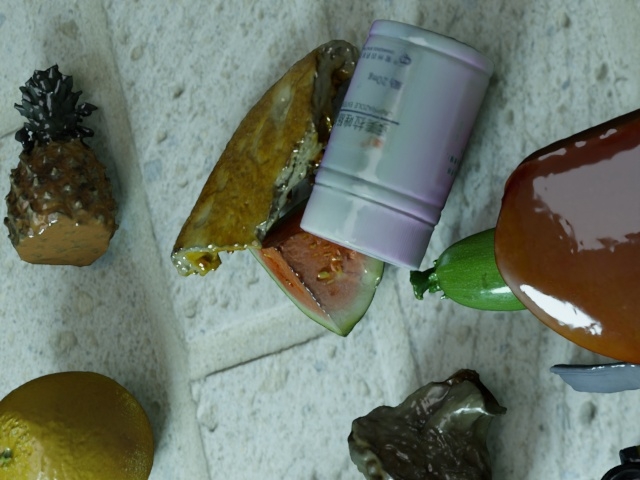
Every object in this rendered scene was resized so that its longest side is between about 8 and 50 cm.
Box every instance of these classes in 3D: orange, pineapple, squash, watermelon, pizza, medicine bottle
[{"bbox_3d":[-0.329,0.277,2.081,0.236,0.236,0.236,-1,88,35],"label":"orange"},{"bbox_3d":[-0.365,-0.106,2.172,0.158,0.158,0.278,-31,59,30],"label":"pineapple"},{"bbox_3d":[0.260,0.019,1.755,0.379,0.101,0.101,-11,83,33],"label":"squash"},{"bbox_3d":[0.011,0.004,1.938,0.145,0.137,0.193,-43,59,-12],"label":"watermelon"},{"bbox_3d":[-0.065,-0.089,1.966,0.365,0.074,0.182,-56,35,11],"label":"pizza"},{"bbox_3d":[0.087,-0.107,1.821,0.152,0.152,0.254,20,88,34],"label":"medicine bottle"}]

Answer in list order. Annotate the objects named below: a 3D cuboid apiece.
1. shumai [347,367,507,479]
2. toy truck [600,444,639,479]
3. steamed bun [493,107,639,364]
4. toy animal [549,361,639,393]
[{"bbox_3d":[0.144,0.238,1.816,0.175,0.166,0.206,-46,64,0],"label":"shumai"},{"bbox_3d":[0.378,0.309,1.652,0.165,0.147,0.224,-11,80,6],"label":"toy truck"},{"bbox_3d":[0.365,-0.016,1.515,0.379,0.235,0.248,-21,93,21],"label":"steamed bun"},{"bbox_3d":[0.390,0.140,1.626,0.367,0.206,0.081,-26,115,30],"label":"toy animal"}]
